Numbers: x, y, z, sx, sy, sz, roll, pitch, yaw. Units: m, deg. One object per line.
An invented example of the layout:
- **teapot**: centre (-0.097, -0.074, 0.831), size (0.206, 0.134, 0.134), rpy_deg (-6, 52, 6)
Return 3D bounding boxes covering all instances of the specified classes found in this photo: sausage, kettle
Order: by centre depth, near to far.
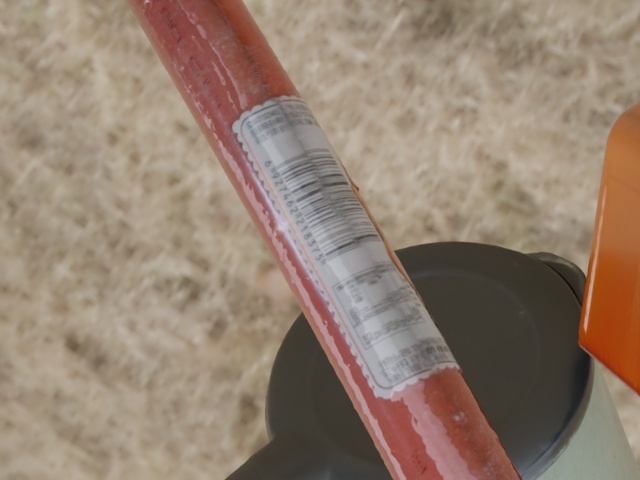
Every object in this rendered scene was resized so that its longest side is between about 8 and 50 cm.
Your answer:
- **sausage**: centre (0.000, 0.000, 0.549), size (0.253, 0.034, 0.034), rpy_deg (61, 141, 23)
- **kettle**: centre (0.070, 0.225, 1.370), size (0.250, 0.361, 0.377), rpy_deg (49, 168, 41)

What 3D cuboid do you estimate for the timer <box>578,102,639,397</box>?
- **timer**: centre (0.301, 0.015, 1.101), size (0.250, 0.257, 0.161), rpy_deg (3, 100, -9)
